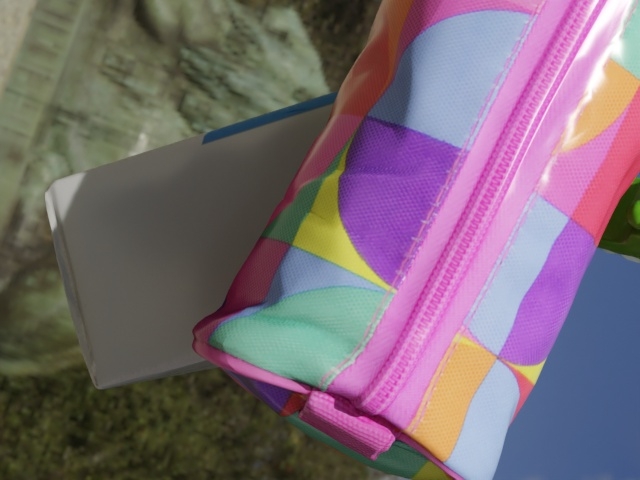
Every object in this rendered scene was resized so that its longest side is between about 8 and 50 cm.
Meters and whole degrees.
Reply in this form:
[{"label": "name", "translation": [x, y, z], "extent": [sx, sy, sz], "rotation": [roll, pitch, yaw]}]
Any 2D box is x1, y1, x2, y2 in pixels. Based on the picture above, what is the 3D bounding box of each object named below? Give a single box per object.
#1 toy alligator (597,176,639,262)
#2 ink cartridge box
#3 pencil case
[{"label": "toy alligator", "translation": [0.117, -0.001, 0.393], "extent": [0.056, 0.189, 0.051], "rotation": [-59, 141, -11]}, {"label": "ink cartridge box", "translation": [0.000, 0.000, 0.533], "extent": [0.190, 0.139, 0.082], "rotation": [10, 65, -73]}, {"label": "pencil case", "translation": [0.055, -0.047, 0.376], "extent": [0.236, 0.104, 0.104], "rotation": [-63, -175, -3]}]
